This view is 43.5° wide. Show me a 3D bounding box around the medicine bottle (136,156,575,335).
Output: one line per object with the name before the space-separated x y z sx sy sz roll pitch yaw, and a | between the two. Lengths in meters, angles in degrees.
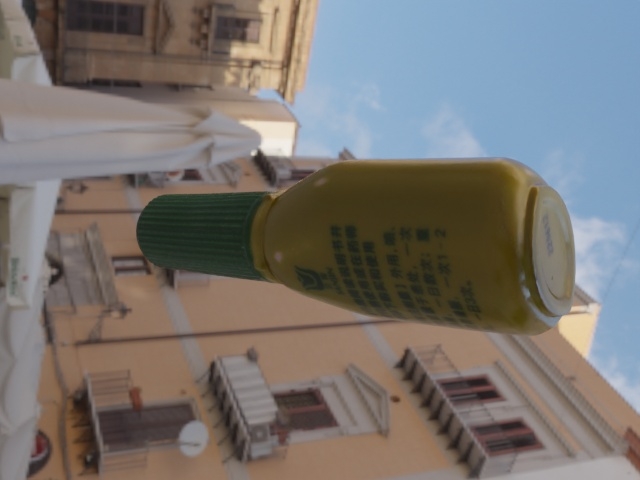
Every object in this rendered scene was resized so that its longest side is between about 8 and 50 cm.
medicine bottle | 0.000 0.000 0.428 0.260 0.064 0.095 3 -46 37
